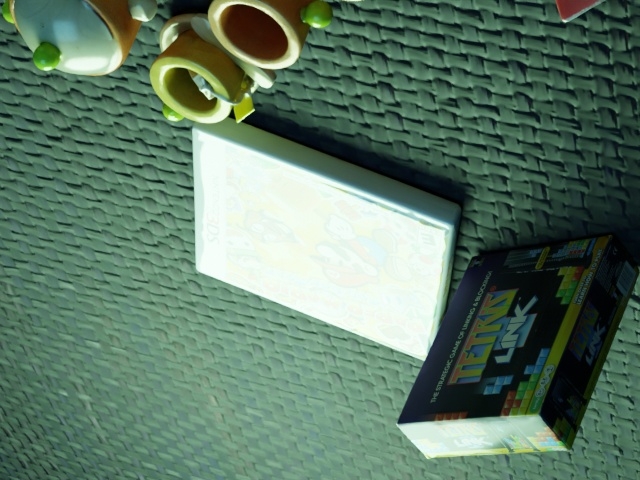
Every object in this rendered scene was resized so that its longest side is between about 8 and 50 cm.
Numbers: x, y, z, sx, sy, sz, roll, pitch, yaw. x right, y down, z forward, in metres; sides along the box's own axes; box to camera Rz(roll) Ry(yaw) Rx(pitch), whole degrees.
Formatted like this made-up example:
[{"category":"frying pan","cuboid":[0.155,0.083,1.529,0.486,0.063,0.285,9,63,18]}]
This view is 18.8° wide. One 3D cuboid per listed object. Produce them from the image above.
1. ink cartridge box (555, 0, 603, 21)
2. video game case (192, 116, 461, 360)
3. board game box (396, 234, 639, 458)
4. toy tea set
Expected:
[{"category":"ink cartridge box","cuboid":[0.135,-0.280,0.938,0.261,0.066,0.296,-26,83,51]},{"category":"video game case","cuboid":[0.000,0.000,1.598,0.227,0.026,0.206,21,147,12]},{"category":"board game box","cuboid":[0.150,0.080,1.462,0.141,0.170,0.048,-9,133,43]},{"category":"toy tea set","cuboid":[-0.089,-0.169,1.343,0.200,0.124,0.336,38,146,-13]}]
